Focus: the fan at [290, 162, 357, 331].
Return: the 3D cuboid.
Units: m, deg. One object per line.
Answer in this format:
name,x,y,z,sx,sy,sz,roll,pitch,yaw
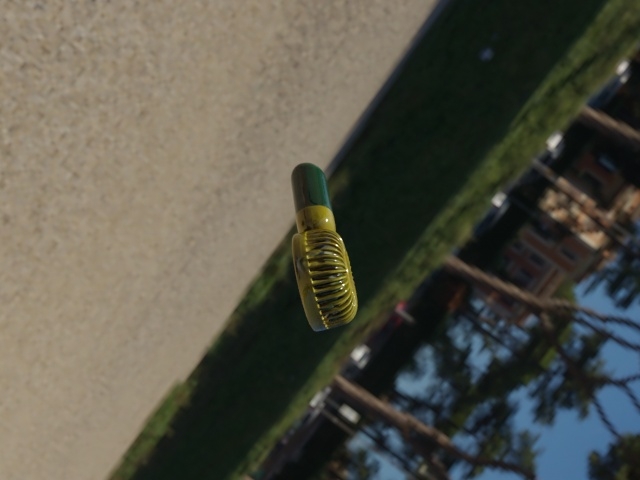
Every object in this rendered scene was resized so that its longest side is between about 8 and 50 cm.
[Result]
fan,0.000,0.000,1.054,0.082,0.039,0.155,67,11,-57
